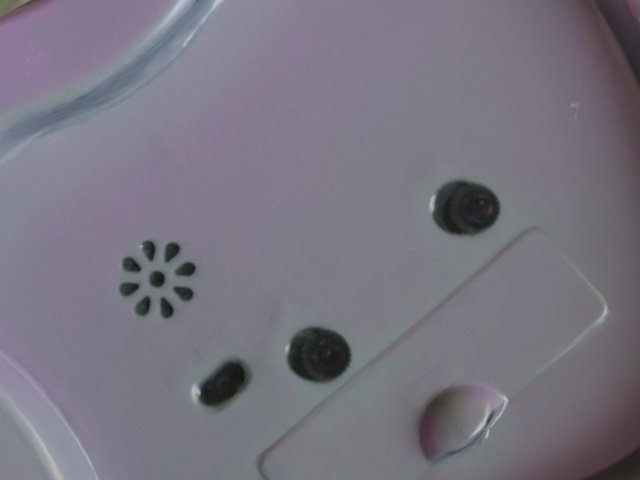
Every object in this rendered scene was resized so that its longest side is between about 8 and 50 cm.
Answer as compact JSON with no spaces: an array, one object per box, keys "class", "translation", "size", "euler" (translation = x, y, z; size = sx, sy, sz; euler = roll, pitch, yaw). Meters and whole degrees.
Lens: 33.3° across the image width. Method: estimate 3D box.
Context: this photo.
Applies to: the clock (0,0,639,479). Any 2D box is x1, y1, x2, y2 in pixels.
[{"class":"clock","translation":[0.000,0.000,0.376],"size":[0.338,0.338,0.102],"euler":[-50,171,1]}]
